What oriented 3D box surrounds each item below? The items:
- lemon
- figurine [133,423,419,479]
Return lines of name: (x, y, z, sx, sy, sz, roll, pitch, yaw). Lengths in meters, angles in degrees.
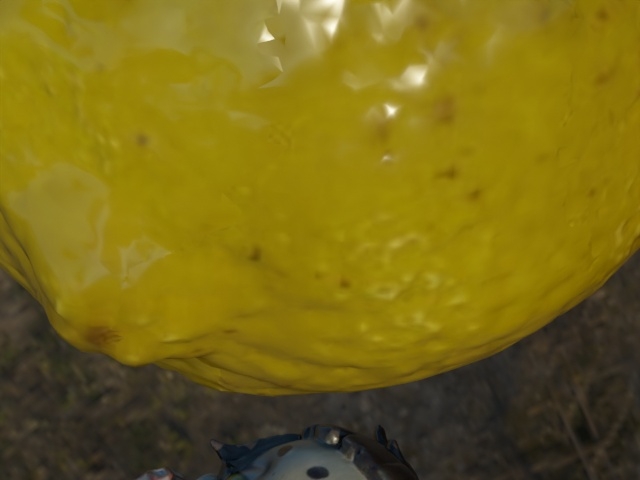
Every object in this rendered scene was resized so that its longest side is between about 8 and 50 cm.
lemon: (0.007, -0.095, 0.540, 0.253, 0.253, 0.310, 15, 59, 37)
figurine: (-0.062, 0.255, 1.277, 0.370, 0.167, 0.281, -31, 34, -25)
